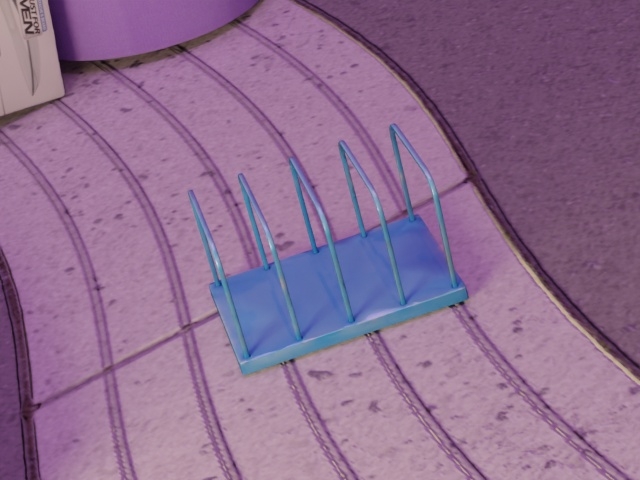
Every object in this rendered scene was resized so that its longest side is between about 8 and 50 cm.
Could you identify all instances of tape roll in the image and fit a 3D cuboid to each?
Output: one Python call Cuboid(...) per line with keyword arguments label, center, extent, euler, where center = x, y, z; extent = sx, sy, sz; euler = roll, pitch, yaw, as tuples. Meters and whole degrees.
Cuboid(label="tape roll", center=(-0.194, -0.284, 1.818), extent=(0.275, 0.090, 0.275), euler=(-10, 29, 6))

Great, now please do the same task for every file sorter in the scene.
Cuboid(label="file sorter", center=(0.000, 0.000, 1.266), extent=(0.170, 0.104, 0.118), euler=(-19, 30, -6))

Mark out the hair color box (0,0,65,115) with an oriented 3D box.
Cuboid(label="hair color box", center=(-0.419, -0.183, 1.624), extent=(0.339, 0.185, 0.110), euler=(-20, 28, -27))
